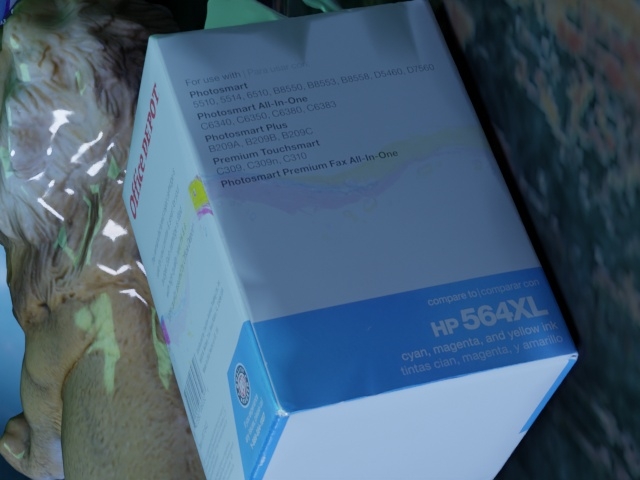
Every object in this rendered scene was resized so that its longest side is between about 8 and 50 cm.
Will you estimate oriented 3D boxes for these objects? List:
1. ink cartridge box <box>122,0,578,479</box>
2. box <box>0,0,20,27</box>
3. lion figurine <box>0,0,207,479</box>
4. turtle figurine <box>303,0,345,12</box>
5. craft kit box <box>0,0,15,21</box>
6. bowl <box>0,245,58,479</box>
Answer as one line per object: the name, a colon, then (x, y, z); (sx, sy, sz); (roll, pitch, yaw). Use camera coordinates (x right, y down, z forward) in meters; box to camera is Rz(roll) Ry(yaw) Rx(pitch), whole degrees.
ink cartridge box: (0.000, 0.000, 0.557); (0.092, 0.090, 0.143); (112, 144, -58)
box: (-0.213, -0.068, 1.053); (0.108, 0.153, 0.207); (135, 124, -68)
lion figurine: (-0.063, 0.103, 0.717); (0.240, 0.142, 0.392); (110, 145, -59)
turtle figurine: (-0.054, -0.147, 0.596); (0.234, 0.175, 0.118); (12, 81, 37)
craft kit box: (-0.168, -0.184, 0.809); (0.250, 0.061, 0.247); (101, -172, -47)
bowl: (-0.216, 0.139, 0.897); (0.163, 0.311, 0.312); (117, 139, -56)
